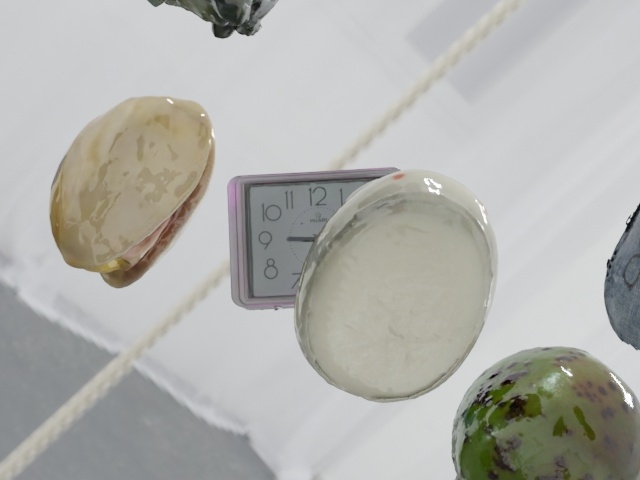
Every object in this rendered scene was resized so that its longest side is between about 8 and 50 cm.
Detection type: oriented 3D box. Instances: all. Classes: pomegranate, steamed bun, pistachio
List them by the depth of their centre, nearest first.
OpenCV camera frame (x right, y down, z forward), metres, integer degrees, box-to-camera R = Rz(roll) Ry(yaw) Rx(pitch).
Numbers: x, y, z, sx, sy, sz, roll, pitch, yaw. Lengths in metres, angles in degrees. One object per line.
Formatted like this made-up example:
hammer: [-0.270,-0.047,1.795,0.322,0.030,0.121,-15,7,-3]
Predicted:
steamed bun: [0.073,0.035,1.290,0.177,0.228,0.131,20,22,-4]
pomegranate: [0.209,0.239,1.410,0.231,0.286,0.231,52,-16,22]
pistachio: [-0.278,-0.083,2.075,0.230,0.309,0.230,30,-2,1]

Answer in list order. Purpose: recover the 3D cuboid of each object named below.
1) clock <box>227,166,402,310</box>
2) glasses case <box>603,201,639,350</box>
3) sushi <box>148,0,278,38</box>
clock: [0.000,0.000,1.494,0.063,0.197,0.150,38,49,-83]
glasses case: [0.277,-0.048,0.882,0.067,0.282,0.109,22,13,-28]
sushi: [-0.163,-0.337,1.241,0.352,0.178,0.294,34,-4,-1]
